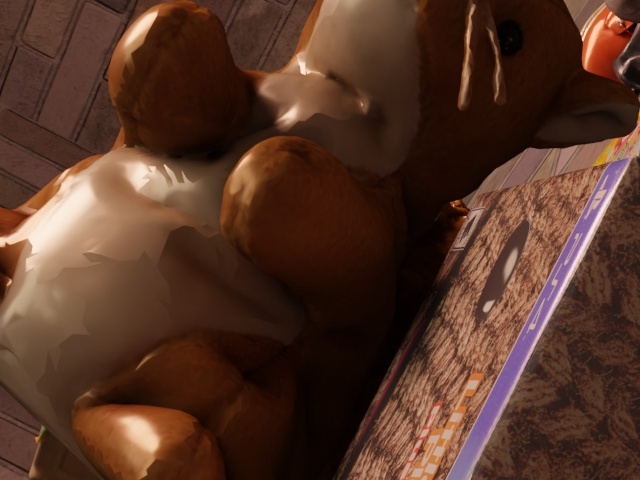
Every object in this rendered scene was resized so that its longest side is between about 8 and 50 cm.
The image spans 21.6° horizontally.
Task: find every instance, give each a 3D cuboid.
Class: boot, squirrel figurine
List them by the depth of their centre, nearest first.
[{"bbox_3d":[0.000,0.000,0.968,0.370,0.281,0.397,-46,-34,-12],"label":"squirrel figurine"},{"bbox_3d":[0.247,-0.170,1.288,0.158,0.059,0.084,-61,9,5],"label":"boot"}]

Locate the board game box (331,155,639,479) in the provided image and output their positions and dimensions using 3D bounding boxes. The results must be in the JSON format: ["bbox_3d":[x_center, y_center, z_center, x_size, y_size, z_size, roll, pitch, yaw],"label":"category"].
[{"bbox_3d":[0.099,0.106,0.685,0.232,0.141,0.291,-63,4,-4],"label":"board game box"}]

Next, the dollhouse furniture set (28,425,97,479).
[{"bbox_3d":[-0.079,0.164,1.425,0.197,0.301,0.151,119,174,-55],"label":"dollhouse furniture set"}]

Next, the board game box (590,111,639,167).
[{"bbox_3d":[0.196,-0.023,1.151,0.154,0.026,0.103,-58,6,47],"label":"board game box"}]

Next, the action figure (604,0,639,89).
[{"bbox_3d":[0.247,-0.276,1.052,0.341,0.178,0.330,-57,2,3],"label":"action figure"}]
